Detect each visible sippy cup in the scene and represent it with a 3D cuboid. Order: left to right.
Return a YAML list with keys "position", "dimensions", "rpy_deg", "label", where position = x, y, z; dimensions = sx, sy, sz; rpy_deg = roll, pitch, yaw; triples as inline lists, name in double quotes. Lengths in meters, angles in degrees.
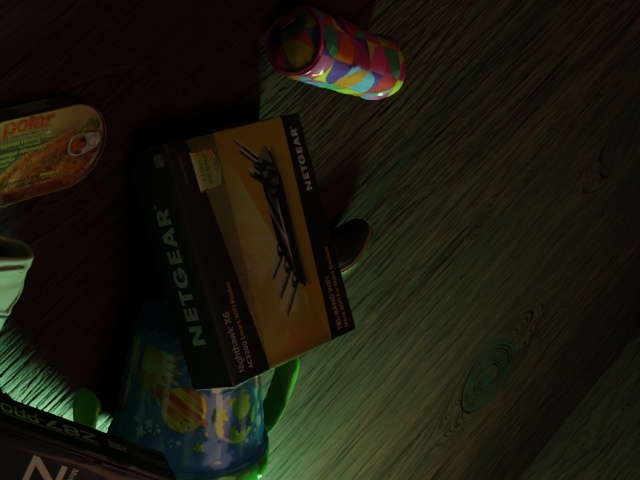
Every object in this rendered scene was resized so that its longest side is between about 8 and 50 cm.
- position: [-0.177, 0.202, 1.564]
  dimensions: [0.305, 0.240, 0.224]
  rpy_deg: [-52, 150, -65]
  label: "sippy cup"

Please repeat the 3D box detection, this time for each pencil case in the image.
- position: [0.024, -0.252, 1.535]
  dimensions: [0.236, 0.104, 0.104]
  rpy_deg: [3, 116, -59]
  label: "pencil case"

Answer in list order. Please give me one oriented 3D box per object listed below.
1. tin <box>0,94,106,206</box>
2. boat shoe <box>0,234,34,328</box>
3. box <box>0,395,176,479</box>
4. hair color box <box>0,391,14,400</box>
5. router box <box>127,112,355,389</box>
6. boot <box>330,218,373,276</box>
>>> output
- position: [-0.317, -0.100, 1.232]
  dimensions: [0.189, 0.040, 0.106]
  rpy_deg: [-22, 139, -46]
  label: "tin"
- position: [-0.399, -0.005, 1.103]
  dimensions: [0.156, 0.136, 0.367]
  rpy_deg: [-58, 153, 1]
  label: "boat shoe"
- position: [-0.386, 0.369, 1.237]
  dimensions: [0.318, 0.097, 0.395]
  rpy_deg: [26, 94, -25]
  label: "box"
- position: [-0.391, 0.269, 1.439]
  dimensions: [0.043, 0.072, 0.141]
  rpy_deg: [-31, 142, -38]
  label: "hair color box"
- position: [-0.094, 0.008, 1.456]
  dimensions: [0.243, 0.081, 0.309]
  rpy_deg: [-21, 98, -46]
  label: "router box"
- position: [0.000, 0.000, 1.767]
  dimensions: [0.198, 0.077, 0.137]
  rpy_deg: [-43, 142, -25]
  label: "boot"
